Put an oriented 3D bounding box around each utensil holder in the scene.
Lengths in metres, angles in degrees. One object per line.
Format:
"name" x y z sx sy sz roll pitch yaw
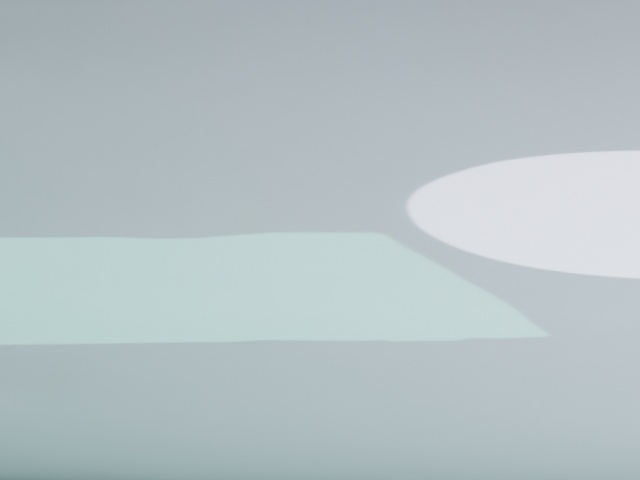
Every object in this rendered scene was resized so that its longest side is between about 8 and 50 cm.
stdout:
"utensil holder" 0.016 -0.043 0.563 0.385 0.328 0.328 2 139 -6
